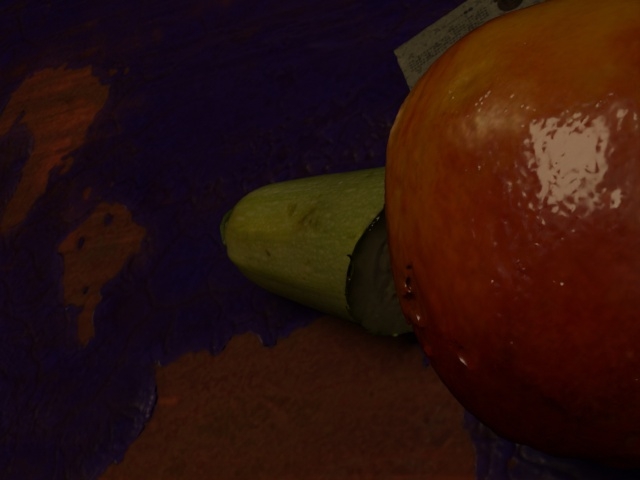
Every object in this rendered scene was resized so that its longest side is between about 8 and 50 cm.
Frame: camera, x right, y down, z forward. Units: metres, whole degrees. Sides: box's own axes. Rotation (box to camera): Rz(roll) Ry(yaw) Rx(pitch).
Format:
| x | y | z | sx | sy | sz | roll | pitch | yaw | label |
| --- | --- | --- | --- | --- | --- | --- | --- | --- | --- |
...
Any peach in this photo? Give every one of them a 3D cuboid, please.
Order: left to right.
| x | y | z | sx | sy | sz | roll | pitch | yaw | label |
| --- | --- | --- | --- | --- | --- | --- | --- | --- | --- |
| 0.159 | -0.008 | 0.658 | 0.281 | 0.238 | 0.280 | 1 | 77 | -6 | peach |

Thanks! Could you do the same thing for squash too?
| x | y | z | sx | sy | sz | roll | pitch | yaw | label |
| --- | --- | --- | --- | --- | --- | --- | --- | --- | --- |
| -0.009 | 0.009 | 0.884 | 0.288 | 0.137 | 0.137 | -1 | 60 | 46 | squash |

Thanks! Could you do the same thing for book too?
| x | y | z | sx | sy | sz | roll | pitch | yaw | label |
| --- | --- | --- | --- | --- | --- | --- | --- | --- | --- |
| 0.141 | -0.132 | 0.929 | 0.138 | 0.016 | 0.198 | -32 | 45 | 18 | book |
